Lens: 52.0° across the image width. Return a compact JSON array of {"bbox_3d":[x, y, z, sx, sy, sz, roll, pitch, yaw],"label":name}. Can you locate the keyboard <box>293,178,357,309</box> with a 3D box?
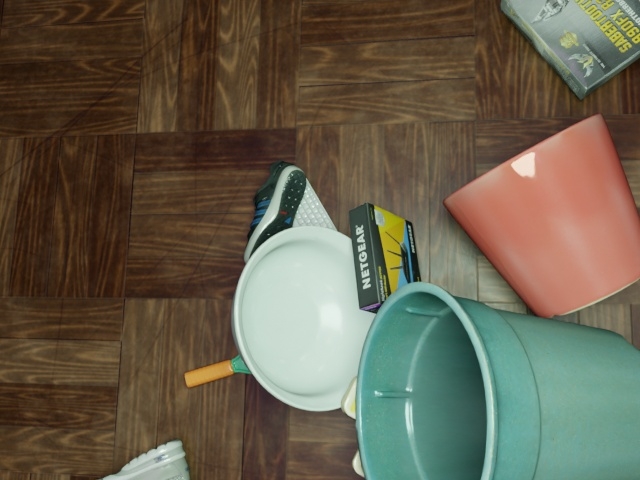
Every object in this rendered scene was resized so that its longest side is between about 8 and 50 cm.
[{"bbox_3d":[0.000,0.000,1.210,0.072,0.014,0.256,-31,76,4],"label":"keyboard"}]

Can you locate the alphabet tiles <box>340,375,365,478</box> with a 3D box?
[{"bbox_3d":[0.179,0.282,1.062,0.284,0.021,0.277,33,70,-7],"label":"alphabet tiles"}]

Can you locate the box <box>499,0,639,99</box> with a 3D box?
[{"bbox_3d":[0.456,-0.389,1.138,0.183,0.056,0.231,-35,76,3],"label":"box"}]

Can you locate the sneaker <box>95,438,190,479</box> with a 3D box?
[{"bbox_3d":[-0.352,0.465,1.151,0.281,0.105,0.115,-31,77,4],"label":"sneaker"}]

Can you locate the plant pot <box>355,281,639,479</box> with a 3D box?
[{"bbox_3d":[0.271,0.243,0.929,0.334,0.341,0.340,7,81,-23],"label":"plant pot"}]

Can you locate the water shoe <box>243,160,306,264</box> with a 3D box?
[{"bbox_3d":[-0.091,-0.048,1.213,0.080,0.073,0.203,35,101,47],"label":"water shoe"}]

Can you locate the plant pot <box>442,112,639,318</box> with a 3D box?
[{"bbox_3d":[0.370,-0.027,1.035,0.275,0.275,0.243,-29,87,5],"label":"plant pot"}]

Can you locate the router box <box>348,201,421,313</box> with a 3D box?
[{"bbox_3d":[0.113,0.039,1.103,0.046,0.133,0.178,-24,61,37],"label":"router box"}]

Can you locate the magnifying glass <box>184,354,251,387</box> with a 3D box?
[{"bbox_3d":[-0.136,0.222,1.193,0.231,0.026,0.092,-18,78,8],"label":"magnifying glass"}]

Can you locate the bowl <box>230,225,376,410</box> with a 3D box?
[{"bbox_3d":[-0.034,0.132,1.098,0.298,0.134,0.297,8,75,-31],"label":"bowl"}]
